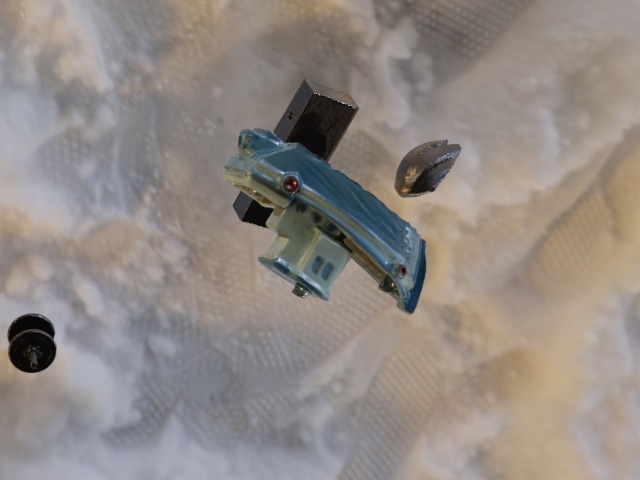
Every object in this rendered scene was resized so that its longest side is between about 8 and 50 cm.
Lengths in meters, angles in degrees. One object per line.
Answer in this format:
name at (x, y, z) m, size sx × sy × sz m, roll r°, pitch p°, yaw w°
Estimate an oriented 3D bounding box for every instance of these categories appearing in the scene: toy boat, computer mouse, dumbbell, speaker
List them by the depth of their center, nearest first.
toy boat at (0.000, 0.000, 1.049) m, size 0.215 × 0.088 × 0.102 m, roll 34°, pitch 84°, yaw -23°
speaker at (-0.035, -0.113, 1.745) m, size 0.082 × 0.044 × 0.218 m, roll 17°, pitch 117°, yaw -32°
dumbbell at (-0.415, 0.148, 1.811) m, size 0.069 × 0.147 × 0.069 m, roll -5°, pitch 112°, yaw -14°
computer mouse at (0.167, -0.122, 2.005) m, size 0.135 × 0.079 × 0.047 m, roll -43°, pitch 134°, yaw -20°
